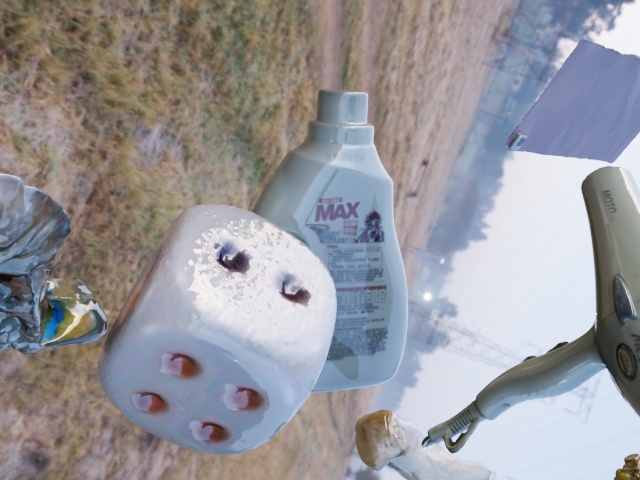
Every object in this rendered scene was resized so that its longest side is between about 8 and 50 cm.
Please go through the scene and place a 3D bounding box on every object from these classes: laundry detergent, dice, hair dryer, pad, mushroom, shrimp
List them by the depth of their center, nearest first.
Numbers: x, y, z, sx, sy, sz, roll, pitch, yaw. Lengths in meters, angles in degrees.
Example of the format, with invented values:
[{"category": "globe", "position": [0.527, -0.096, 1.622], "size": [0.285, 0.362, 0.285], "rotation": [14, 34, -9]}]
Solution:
[{"category": "hair dryer", "position": [0.145, 0.045, 0.439], "size": [0.199, 0.067, 0.167], "rotation": [-26, -137, 47]}, {"category": "shrimp", "position": [-0.304, 0.029, 0.621], "size": [0.221, 0.110, 0.446], "rotation": [-26, 166, -2]}, {"category": "pad", "position": [0.256, -0.119, 0.645], "size": [0.187, 0.006, 0.113], "rotation": [0, 133, -39]}, {"category": "dice", "position": [-0.106, 0.092, 0.742], "size": [0.193, 0.192, 0.194], "rotation": [-51, -164, 34]}, {"category": "mushroom", "position": [0.123, 0.251, 0.791], "size": [0.059, 0.202, 0.054], "rotation": [-54, -155, 4]}, {"category": "laundry detergent", "position": [0.000, 0.000, 0.949], "size": [0.125, 0.264, 0.398], "rotation": [-138, -131, -67]}]

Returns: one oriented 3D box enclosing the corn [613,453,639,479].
[{"category": "corn", "position": [0.622, 0.552, 1.231], "size": [0.120, 0.120, 0.363], "rotation": [59, 11, -79]}]
